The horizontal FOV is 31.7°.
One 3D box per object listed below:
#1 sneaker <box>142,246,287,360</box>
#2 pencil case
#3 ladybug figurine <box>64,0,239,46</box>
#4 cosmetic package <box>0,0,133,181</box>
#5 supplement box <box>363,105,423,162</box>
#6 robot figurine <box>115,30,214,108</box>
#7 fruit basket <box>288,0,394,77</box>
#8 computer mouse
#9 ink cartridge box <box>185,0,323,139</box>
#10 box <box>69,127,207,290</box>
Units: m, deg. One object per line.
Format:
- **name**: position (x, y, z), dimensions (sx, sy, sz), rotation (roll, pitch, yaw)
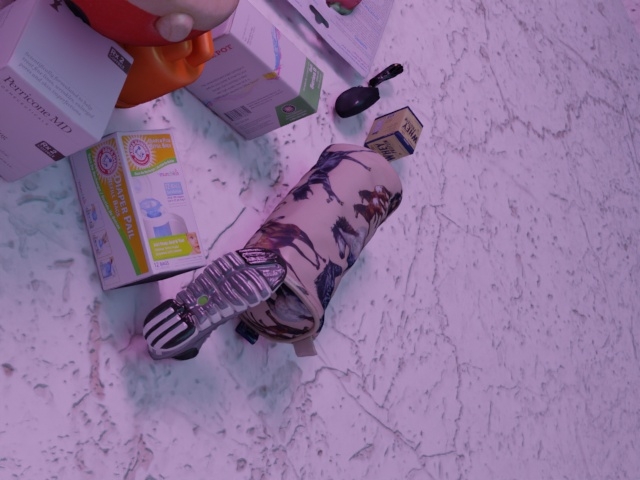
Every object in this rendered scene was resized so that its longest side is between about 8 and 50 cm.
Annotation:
- **sneaker**: position (-0.155, 0.098, 1.598), dimensions (0.229, 0.132, 0.086), rotation (-29, 72, -23)
- **pencil case**: position (0.000, 0.000, 1.823), dimensions (0.410, 0.160, 0.183), rotation (-54, 128, -47)
- **ladybug figurine**: position (-0.255, -0.398, 1.405), dimensions (0.305, 0.162, 0.449), rotation (19, 39, -44)
- **cosmetic package**: position (-0.365, -0.195, 1.411), dimensions (0.151, 0.184, 0.151), rotation (41, 46, -34)
- **supplement box**: position (0.140, -0.199, 2.145), dimensions (0.056, 0.083, 0.083), rotation (48, 44, -27)
- **robot figurine**: position (-0.248, -0.257, 1.556), dimensions (0.128, 0.219, 0.158), rotation (56, 41, -22)
- **fruit basket**: position (0.030, -0.536, 2.122), dimensions (0.327, 0.165, 0.353), rotation (39, 63, -36)
- **computer mouse**: position (0.094, -0.295, 2.137), dimensions (0.242, 0.071, 0.041), rotation (-48, 120, -51)
- **ink cartridge box**: position (-0.121, -0.271, 1.779), dimensions (0.212, 0.154, 0.093), rotation (37, 49, -38)
- **box**: position (-0.253, -0.045, 1.561), dimensions (0.114, 0.103, 0.203), rotation (-10, 84, -54)
